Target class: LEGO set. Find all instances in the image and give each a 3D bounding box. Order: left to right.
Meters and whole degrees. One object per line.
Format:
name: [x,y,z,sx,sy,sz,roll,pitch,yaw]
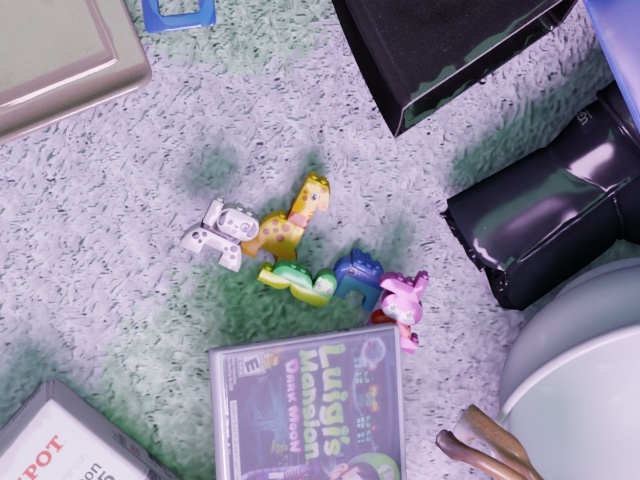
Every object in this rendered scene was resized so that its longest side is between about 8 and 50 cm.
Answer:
LEGO set: [0.000,0.000,1.605,0.227,0.087,0.093,25,107,-8]

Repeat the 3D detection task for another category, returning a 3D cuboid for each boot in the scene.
boot: [0.251,-0.004,1.638,0.207,0.094,0.246,-38,119,14]

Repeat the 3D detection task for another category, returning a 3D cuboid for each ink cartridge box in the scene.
ink cartridge box: [-0.195,0.290,1.593,0.283,0.117,0.207,40,89,-9]

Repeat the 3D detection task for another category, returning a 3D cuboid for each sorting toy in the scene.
sorting toy: [-0.263,-0.193,1.575,0.347,0.047,0.196,-22,95,1]

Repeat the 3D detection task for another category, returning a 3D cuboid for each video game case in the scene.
video game case: [-0.007,0.174,1.553,0.173,0.022,0.190,-7,99,-24]

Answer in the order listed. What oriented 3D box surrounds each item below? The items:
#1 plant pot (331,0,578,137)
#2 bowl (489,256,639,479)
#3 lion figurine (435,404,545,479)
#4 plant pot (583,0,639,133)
plant pot: [0.098,-0.218,1.562,0.187,0.188,0.167,-34,85,-3]
bowl: [0.282,0.108,1.596,0.298,0.298,0.134,-5,52,-6]
lion figurine: [0.177,0.313,1.554,0.240,0.392,0.142,35,66,21]
plant pot: [0.346,-0.161,1.429,0.212,0.236,0.236,-24,107,18]
